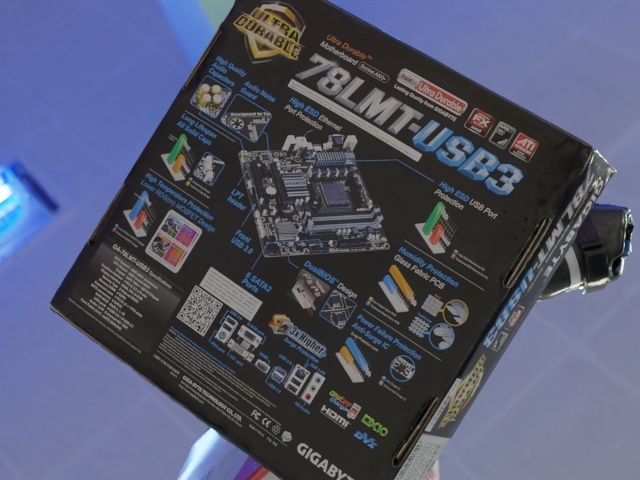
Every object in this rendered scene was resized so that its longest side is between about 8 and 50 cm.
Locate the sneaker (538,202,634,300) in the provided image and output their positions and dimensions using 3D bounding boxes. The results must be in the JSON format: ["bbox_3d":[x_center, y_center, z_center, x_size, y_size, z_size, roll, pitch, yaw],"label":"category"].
[{"bbox_3d":[0.211,-0.019,1.246,0.121,0.079,0.217,-6,-145,1],"label":"sneaker"}]

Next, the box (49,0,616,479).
[{"bbox_3d":[0.000,0.000,0.971,0.295,0.073,0.293,32,-89,25],"label":"box"}]

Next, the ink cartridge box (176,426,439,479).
[{"bbox_3d":[-0.018,0.197,1.166,0.226,0.131,0.306,-45,-175,14],"label":"ink cartridge box"}]
